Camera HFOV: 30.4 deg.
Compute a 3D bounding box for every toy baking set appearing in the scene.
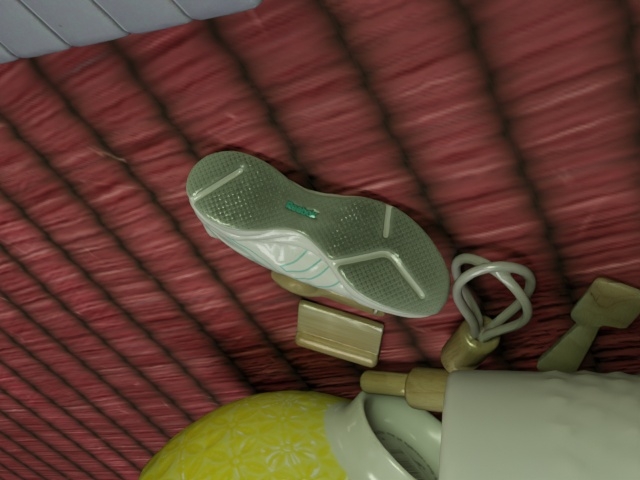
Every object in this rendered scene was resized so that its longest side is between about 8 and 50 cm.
[{"bbox_3d":[0.080,0.062,0.726,0.256,0.030,0.197,5,151,29],"label":"toy baking set"}]

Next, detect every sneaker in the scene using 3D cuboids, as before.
[{"bbox_3d":[0.000,0.000,0.644,0.152,0.054,0.061,26,161,5],"label":"sneaker"}]

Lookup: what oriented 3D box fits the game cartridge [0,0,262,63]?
[{"bbox_3d":[-0.193,-0.188,0.395,0.230,0.068,0.355,2,150,41],"label":"game cartridge"}]

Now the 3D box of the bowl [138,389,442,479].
[{"bbox_3d":[0.027,0.201,0.858,0.289,0.289,0.156,31,111,-23],"label":"bowl"}]

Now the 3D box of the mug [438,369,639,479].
[{"bbox_3d":[0.237,0.238,0.669,0.328,0.276,0.374,0,145,9],"label":"mug"}]
